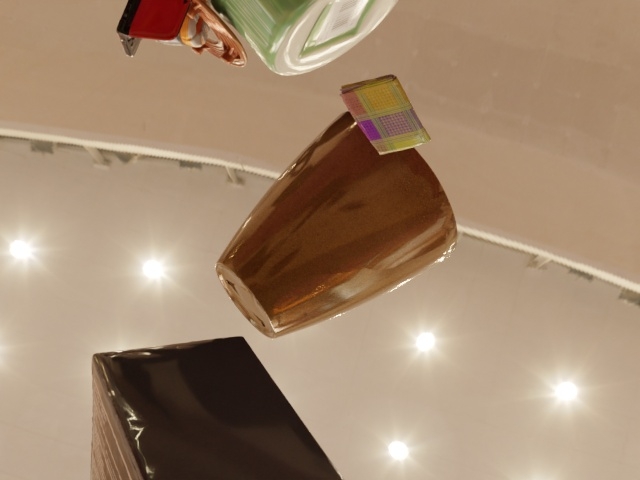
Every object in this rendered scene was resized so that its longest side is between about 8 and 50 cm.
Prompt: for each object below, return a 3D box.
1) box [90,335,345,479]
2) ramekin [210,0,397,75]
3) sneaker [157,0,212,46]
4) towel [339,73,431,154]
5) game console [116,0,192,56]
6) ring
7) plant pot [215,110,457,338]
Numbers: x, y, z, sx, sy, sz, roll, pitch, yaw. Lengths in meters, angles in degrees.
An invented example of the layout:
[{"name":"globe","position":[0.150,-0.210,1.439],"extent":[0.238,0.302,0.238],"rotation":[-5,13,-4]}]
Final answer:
[{"name":"box","position":[-0.115,0.300,0.780],"extent":[0.183,0.296,0.294],"rotation":[-5,-62,-27]},{"name":"ramekin","position":[-0.006,-0.397,1.213],"extent":[0.303,0.303,0.148],"rotation":[-35,-99,-6]},{"name":"sneaker","position":[-0.220,-0.405,1.286],"extent":[0.083,0.084,0.215],"rotation":[-2,-126,19]},{"name":"towel","position":[0.060,-0.115,0.716],"extent":[0.060,0.083,0.009],"rotation":[-10,-136,34]},{"name":"game console","position":[-0.195,-0.308,1.001],"extent":[0.085,0.124,0.144],"rotation":[20,-101,-2]},{"name":"ring","position":[-0.261,-0.394,1.289],"extent":[0.337,0.336,0.032],"rotation":[37,-94,9]},{"name":"plant pot","position":[0.000,0.000,0.993],"extent":[0.254,0.237,0.237],"rotation":[-37,-102,-20]}]
